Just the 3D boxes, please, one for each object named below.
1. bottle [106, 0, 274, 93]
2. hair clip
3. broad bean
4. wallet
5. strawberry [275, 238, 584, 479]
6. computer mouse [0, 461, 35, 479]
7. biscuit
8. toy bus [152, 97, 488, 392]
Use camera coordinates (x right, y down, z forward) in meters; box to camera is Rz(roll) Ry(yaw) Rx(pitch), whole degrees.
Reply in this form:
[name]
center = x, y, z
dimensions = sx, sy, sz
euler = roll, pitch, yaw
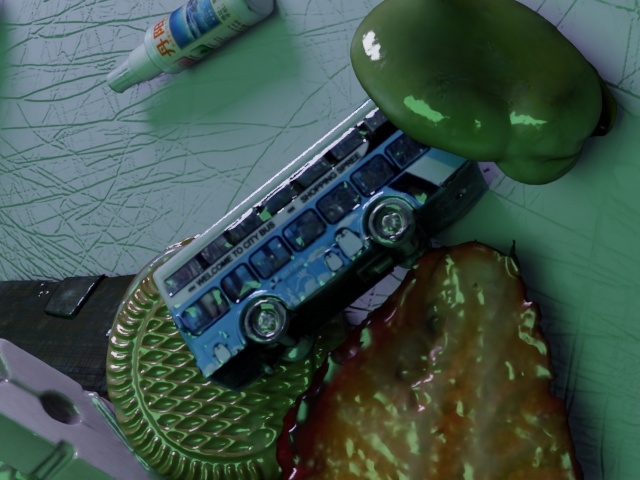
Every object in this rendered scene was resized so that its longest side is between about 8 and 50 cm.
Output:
[bottle]
center = -0.143, -0.209, 1.241
dimensions = 0.217, 0.060, 0.060
euler = -27, 79, 35
[hair clip]
center = -0.210, 0.224, 1.188
dimensions = 0.330, 0.101, 0.085
euler = 33, 127, -18
[broad bean]
center = 0.136, -0.138, 0.991
dimensions = 0.227, 0.169, 0.100
euler = 18, 146, 0
[wallet]
center = -0.292, 0.109, 1.329
dimensions = 0.317, 0.169, 0.044
euler = -3, 137, 35
[strawberry]
center = 0.084, 0.158, 1.060
dimensions = 0.253, 0.150, 0.280
euler = -12, 80, 2
[computer mouse]
center = -0.330, 0.365, 1.329
dimensions = 0.145, 0.228, 0.429
euler = 53, 125, 28
[biscuit]
center = -0.089, 0.115, 1.158
dimensions = 0.259, 0.079, 0.259
euler = 0, 83, 4
[toy bus]
center = 0.000, 0.000, 1.062
dimensions = 0.297, 0.106, 0.131
euler = -38, 68, 3
